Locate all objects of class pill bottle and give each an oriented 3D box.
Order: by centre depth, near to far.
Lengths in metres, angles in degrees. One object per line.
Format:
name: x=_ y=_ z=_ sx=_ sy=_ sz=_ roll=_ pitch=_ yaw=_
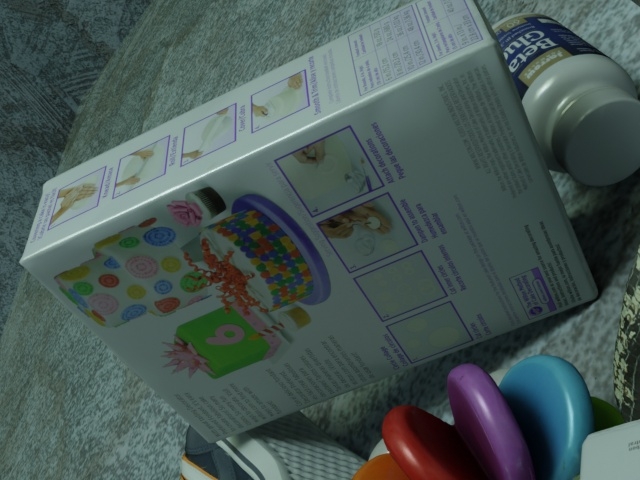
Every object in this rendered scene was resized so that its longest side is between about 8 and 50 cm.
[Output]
pill bottle: x=0.188 y=-0.111 z=0.655 sx=0.094 sy=0.094 sz=0.169 roll=-53 pitch=28 yaw=19

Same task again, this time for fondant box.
fondant box: x=0.000 y=0.000 z=0.596 sx=0.330 sy=0.238 sz=0.096 roll=-24 pitch=39 yaw=13

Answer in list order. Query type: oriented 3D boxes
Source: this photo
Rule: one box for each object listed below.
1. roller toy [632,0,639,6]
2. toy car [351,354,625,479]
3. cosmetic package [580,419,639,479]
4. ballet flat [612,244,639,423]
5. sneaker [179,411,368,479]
roller toy: x=0.254 y=-0.189 z=0.500 sx=0.146 sy=0.191 sz=0.209 roll=-55 pitch=28 yaw=16
toy car: x=0.100 y=0.137 z=0.501 sx=0.182 sy=0.136 sz=0.159 roll=-30 pitch=29 yaw=-1
cosmetic package: x=0.159 y=0.187 z=0.322 sx=0.085 sy=0.117 sz=0.231 roll=-28 pitch=19 yaw=35
ballet flat: x=0.286 y=-0.079 z=0.331 sx=0.483 sy=0.164 sz=0.182 roll=-59 pitch=0 yaw=11
sneaker: x=-0.017 y=0.232 z=0.674 sx=0.321 sy=0.126 sz=0.127 roll=26 pitch=102 yaw=56
